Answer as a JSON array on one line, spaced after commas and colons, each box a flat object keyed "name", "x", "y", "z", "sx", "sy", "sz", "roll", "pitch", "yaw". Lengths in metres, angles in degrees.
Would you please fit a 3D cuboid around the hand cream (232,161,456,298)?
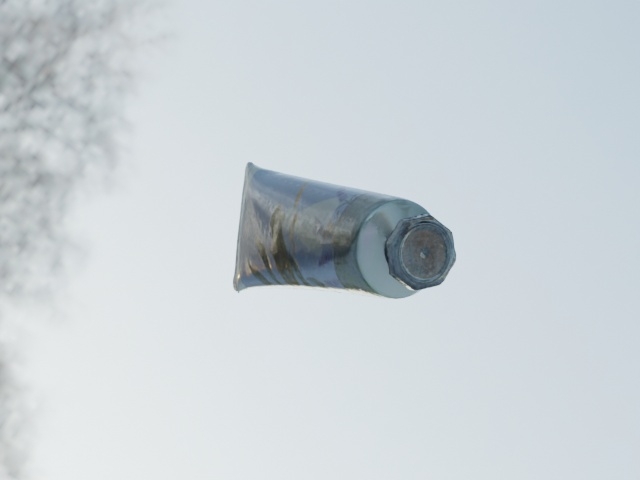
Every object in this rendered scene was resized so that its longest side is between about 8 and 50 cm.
[{"name": "hand cream", "x": 0.000, "y": 0.000, "z": 1.176, "sx": 0.058, "sy": 0.091, "sz": 0.271, "roll": 2, "pitch": 3, "yaw": -26}]
